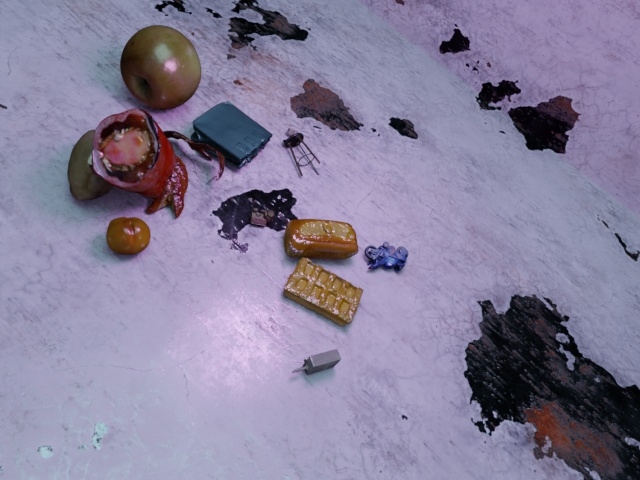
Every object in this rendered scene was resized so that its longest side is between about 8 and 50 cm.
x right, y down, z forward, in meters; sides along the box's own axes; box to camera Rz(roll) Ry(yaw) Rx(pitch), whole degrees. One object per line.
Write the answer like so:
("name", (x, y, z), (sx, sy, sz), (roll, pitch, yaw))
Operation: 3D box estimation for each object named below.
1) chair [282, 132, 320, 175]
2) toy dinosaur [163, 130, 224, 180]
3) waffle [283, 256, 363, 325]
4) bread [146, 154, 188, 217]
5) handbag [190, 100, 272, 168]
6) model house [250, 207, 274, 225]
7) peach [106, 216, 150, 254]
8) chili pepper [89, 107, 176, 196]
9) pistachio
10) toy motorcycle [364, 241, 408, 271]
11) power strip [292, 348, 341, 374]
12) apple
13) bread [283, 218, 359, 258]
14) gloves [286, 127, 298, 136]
("chair", (-0.078, -0.388, 2.156), (0.104, 0.095, 0.221), (-10, 59, -44))
("toy dinosaur", (-0.517, -0.345, 1.901), (0.327, 0.206, 0.113), (27, 87, -11))
("waffle", (0.009, 0.187, 1.785), (0.274, 0.057, 0.168), (29, 49, -2))
("bread", (-0.557, -0.210, 1.802), (0.139, 0.095, 0.269), (2, 58, -14))
("handbag", (-0.376, -0.434, 2.057), (0.274, 0.100, 0.268), (33, 45, 0))
("model house", (-0.223, -0.085, 1.885), (0.083, 0.057, 0.058), (12, 46, -19))
("peach", (-0.623, -0.016, 1.600), (0.138, 0.138, 0.138), (13, 51, -16))
("chili pepper", (-0.589, -0.273, 1.644), (0.229, 0.305, 0.251), (-13, 82, 4))
("pistachio", (-0.780, -0.261, 1.696), (0.162, 0.181, 0.293), (38, 38, -48))
("toy motorcycle", (0.273, 0.072, 1.990), (0.205, 0.076, 0.114), (2, 62, -23))
("power strip", (-0.014, 0.401, 1.600), (0.175, 0.075, 0.042), (-9, 59, -28))
("apple", (-0.647, -0.690, 1.982), (0.319, 0.319, 0.277), (30, 41, -2))
("bread", (0.000, 0.000, 1.885), (0.288, 0.119, 0.152), (3, 58, -23))
("gloves", (-0.127, -0.493, 2.250), (0.081, 0.037, 0.044), (30, 83, -22))
